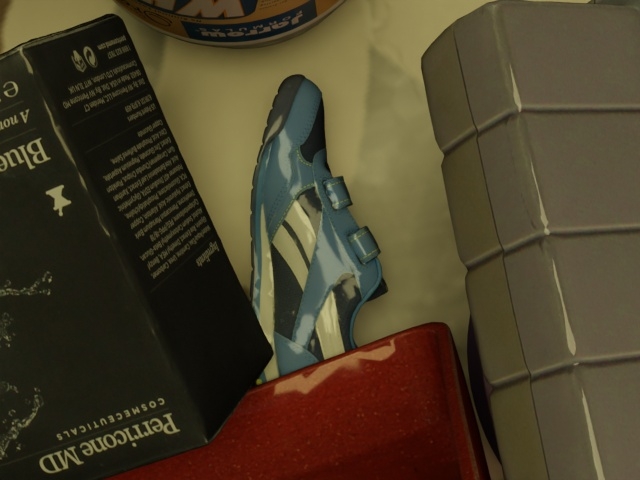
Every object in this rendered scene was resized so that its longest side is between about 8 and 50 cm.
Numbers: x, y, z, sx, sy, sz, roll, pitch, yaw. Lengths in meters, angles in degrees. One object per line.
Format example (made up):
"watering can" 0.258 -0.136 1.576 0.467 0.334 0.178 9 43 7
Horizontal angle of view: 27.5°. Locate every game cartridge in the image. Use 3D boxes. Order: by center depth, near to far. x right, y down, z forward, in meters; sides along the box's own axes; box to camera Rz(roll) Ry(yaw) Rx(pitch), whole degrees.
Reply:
"game cartridge" 0.212 0.025 0.453 0.355 0.068 0.230 -4 80 -29

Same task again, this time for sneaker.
"sneaker" 0.000 0.000 0.570 0.059 0.053 0.144 0 93 6

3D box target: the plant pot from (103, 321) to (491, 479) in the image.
"plant pot" -0.032 0.212 0.445 0.267 0.267 0.235 -22 101 7

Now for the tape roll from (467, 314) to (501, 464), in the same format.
"tape roll" 0.158 0.047 0.546 0.189 0.080 0.189 0 84 2

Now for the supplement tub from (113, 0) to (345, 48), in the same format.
"supplement tub" -0.040 -0.158 0.512 0.144 0.199 0.144 0 84 2

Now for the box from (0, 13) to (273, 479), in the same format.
"box" -0.127 0.016 0.514 0.156 0.093 0.158 -21 101 18
